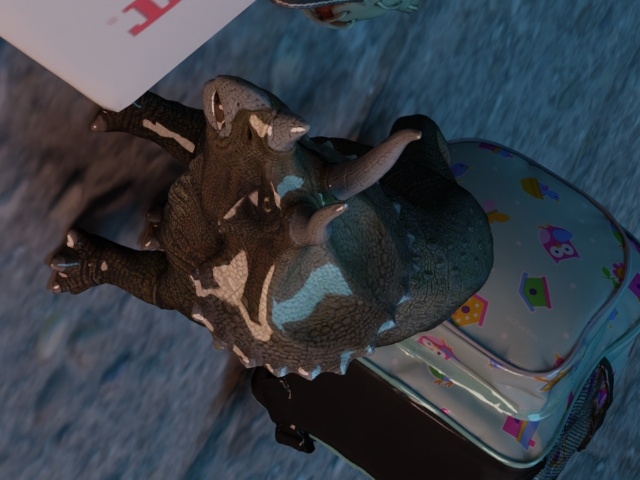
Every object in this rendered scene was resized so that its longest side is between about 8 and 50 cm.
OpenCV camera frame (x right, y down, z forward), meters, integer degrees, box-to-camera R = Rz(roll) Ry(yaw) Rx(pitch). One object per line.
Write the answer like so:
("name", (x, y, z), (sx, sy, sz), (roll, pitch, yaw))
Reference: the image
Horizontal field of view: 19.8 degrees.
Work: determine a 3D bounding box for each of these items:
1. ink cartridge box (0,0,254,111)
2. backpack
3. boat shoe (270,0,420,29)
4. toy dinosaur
("ink cartridge box", (-0.053, -0.178, 0.338), (0.226, 0.131, 0.306), (-39, 154, 8))
("backpack", (0.077, 0.034, 0.916), (0.188, 0.166, 0.144), (-39, 155, -48))
("boat shoe", (0.013, -0.112, 0.794), (0.137, 0.049, 0.043), (-29, 140, -60))
("toy dinosaur", (0.000, 0.000, 0.734), (0.313, 0.160, 0.121), (11, 104, -64))
